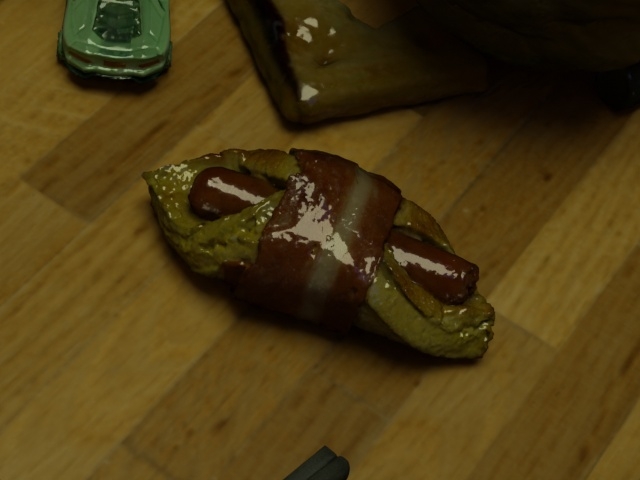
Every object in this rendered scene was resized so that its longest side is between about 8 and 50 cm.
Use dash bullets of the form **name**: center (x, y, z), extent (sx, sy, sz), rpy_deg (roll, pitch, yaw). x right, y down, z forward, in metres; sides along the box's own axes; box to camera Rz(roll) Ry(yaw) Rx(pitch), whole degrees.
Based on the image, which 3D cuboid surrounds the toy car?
- **toy car**: center (-0.155, -0.196, 1.242), extent (0.093, 0.058, 0.186), rpy_deg (4, 51, -7)

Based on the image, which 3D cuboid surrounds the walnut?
- **walnut**: center (0.175, -0.261, 1.202), extent (0.276, 0.253, 0.282), rpy_deg (13, 42, -16)

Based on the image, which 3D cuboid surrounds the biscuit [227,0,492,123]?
- **biscuit**: center (0.027, -0.165, 1.269), extent (0.183, 0.039, 0.174), rpy_deg (-9, 52, -19)

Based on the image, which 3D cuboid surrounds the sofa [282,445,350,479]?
- **sofa**: center (-0.029, 0.195, 0.932), extent (0.060, 0.085, 0.147), rpy_deg (38, 53, 22)

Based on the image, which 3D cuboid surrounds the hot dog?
- **hot dog**: center (0.001, -0.005, 1.096), extent (0.261, 0.093, 0.123), rpy_deg (17, 50, 2)

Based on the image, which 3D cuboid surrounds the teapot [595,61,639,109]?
- **teapot**: center (0.272, -0.139, 1.298), extent (0.110, 0.043, 0.043), rpy_deg (-23, 59, -30)
